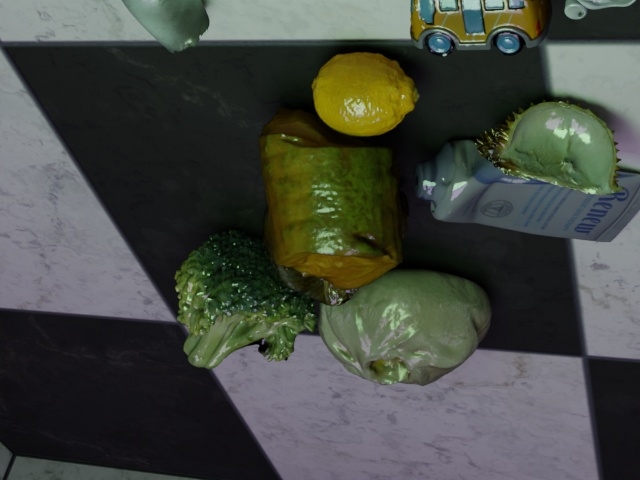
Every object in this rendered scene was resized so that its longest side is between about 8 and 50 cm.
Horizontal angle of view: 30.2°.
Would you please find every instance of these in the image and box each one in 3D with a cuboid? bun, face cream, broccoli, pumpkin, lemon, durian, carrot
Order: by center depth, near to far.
[{"bbox_3d":[0.074,-0.242,1.967,0.187,0.142,0.142,5,147,19],"label":"lemon"},{"bbox_3d":[0.385,-0.156,1.969,0.252,0.139,0.144,16,144,0],"label":"durian"},{"bbox_3d":[0.022,-0.087,2.045,0.241,0.340,0.241,-6,175,0],"label":"carrot"},{"bbox_3d":[0.373,-0.085,2.136,0.420,0.137,0.235,8,148,-9],"label":"face cream"},{"bbox_3d":[0.000,0.000,2.282,0.232,0.242,0.325,18,145,-19],"label":"pumpkin"},{"bbox_3d":[-0.170,0.148,2.459,0.293,0.348,0.281,40,111,3],"label":"broccoli"},{"bbox_3d":[0.180,0.196,2.480,0.365,0.219,0.365,2,158,1],"label":"bun"}]

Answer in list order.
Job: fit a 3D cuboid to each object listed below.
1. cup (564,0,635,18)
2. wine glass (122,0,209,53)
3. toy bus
[{"bbox_3d":[0.382,-0.400,1.557,0.167,0.173,0.299,14,148,0],"label":"cup"},{"bbox_3d":[-0.262,-0.400,1.892,0.111,0.111,0.204,-6,138,31],"label":"wine glass"},{"bbox_3d":[0.227,-0.358,1.739,0.209,0.126,0.136,2,137,21],"label":"toy bus"}]
